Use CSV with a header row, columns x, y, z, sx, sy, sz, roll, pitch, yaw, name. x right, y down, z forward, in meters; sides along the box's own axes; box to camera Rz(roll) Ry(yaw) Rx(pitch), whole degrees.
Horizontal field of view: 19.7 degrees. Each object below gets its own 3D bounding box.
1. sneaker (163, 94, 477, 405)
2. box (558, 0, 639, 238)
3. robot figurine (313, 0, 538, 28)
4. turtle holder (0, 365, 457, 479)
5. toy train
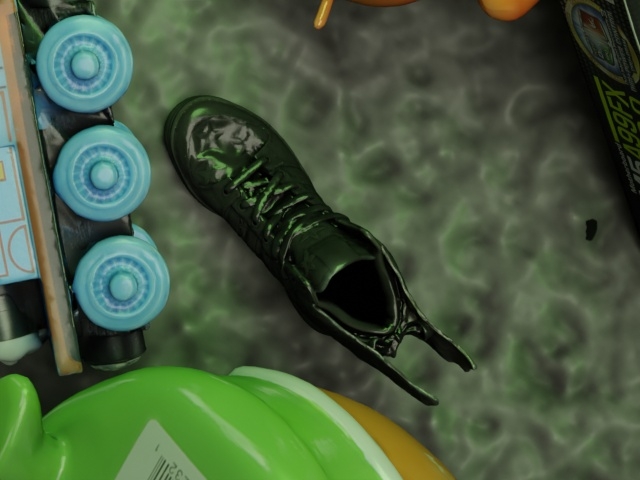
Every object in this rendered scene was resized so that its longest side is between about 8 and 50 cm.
x,y,z,sx,sy,sz,roll,pitch,yaw,name
-0.002,0.002,0.852,0.051,0.089,0.170,-41,105,-11,sneaker
0.223,-0.124,0.872,0.216,0.060,0.270,-38,132,-12,box
0.054,-0.194,0.837,0.219,0.128,0.158,-39,132,-12,robot figurine
-0.038,0.213,0.781,0.227,0.243,0.320,7,90,-49,turtle holder
-0.129,-0.027,0.818,0.105,0.080,0.184,-10,100,-8,toy train
